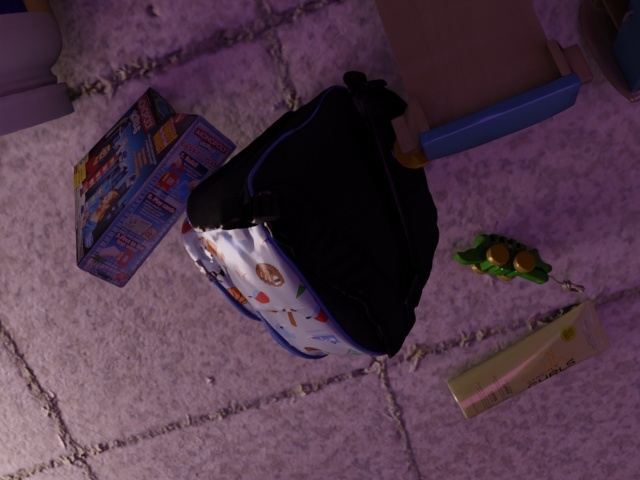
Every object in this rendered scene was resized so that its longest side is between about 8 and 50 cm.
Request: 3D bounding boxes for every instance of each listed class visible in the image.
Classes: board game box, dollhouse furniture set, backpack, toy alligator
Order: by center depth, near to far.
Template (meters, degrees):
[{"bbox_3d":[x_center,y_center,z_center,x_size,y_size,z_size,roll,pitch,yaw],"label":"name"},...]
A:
[{"bbox_3d":[0.187,-0.236,0.565,0.303,0.198,0.287,-22,74,13],"label":"dollhouse furniture set"},{"bbox_3d":[0.000,0.000,0.599,0.213,0.276,0.263,-17,116,46],"label":"backpack"},{"bbox_3d":[-0.191,-0.081,0.607,0.194,0.194,0.060,-40,134,12],"label":"board game box"},{"bbox_3d":[0.272,0.026,0.732,0.189,0.056,0.052,14,70,-7],"label":"toy alligator"}]

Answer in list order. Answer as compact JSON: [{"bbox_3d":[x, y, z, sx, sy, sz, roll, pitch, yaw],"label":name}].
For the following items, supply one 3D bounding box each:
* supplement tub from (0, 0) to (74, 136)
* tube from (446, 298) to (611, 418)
[{"bbox_3d":[-0.395,-0.250,0.493,0.240,0.241,0.332,-15,111,4],"label":"supplement tub"},{"bbox_3d":[0.304,0.178,0.789,0.240,0.062,0.070,-29,150,4],"label":"tube"}]
